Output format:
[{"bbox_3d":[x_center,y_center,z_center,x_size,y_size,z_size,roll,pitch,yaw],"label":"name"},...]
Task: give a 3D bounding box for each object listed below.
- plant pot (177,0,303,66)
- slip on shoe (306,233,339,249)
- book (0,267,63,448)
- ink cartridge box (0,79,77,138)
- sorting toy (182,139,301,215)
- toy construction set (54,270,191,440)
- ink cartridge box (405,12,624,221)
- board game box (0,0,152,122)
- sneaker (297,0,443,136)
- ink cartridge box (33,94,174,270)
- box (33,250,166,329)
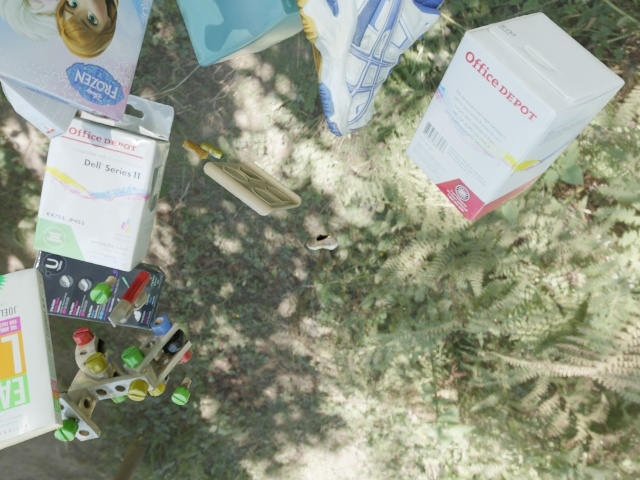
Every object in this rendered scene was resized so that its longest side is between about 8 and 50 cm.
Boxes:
[{"bbox_3d":[-0.113,-0.427,0.815,0.234,0.165,0.165,7,122,45],"label":"plant pot"},{"bbox_3d":[0.000,0.000,1.396,0.135,0.051,0.041,6,136,56],"label":"slip on shoe"},{"bbox_3d":[-0.282,0.103,0.396,0.096,0.144,0.035,-16,156,-17],"label":"book"},{"bbox_3d":[-0.477,-0.278,0.758,0.045,0.145,0.179,-14,142,25],"label":"ink cartridge box"},{"bbox_3d":[-0.215,-0.169,1.254,0.307,0.229,0.041,37,111,9],"label":"sorting toy"},{"bbox_3d":[-0.400,0.243,0.895,0.257,0.237,0.309,12,122,-1],"label":"toy construction set"},{"bbox_3d":[0.208,-0.137,0.529,0.128,0.127,0.176,54,153,20],"label":"ink cartridge box"},{"bbox_3d":[-0.374,-0.367,0.647,0.066,0.318,0.318,16,93,19],"label":"board game box"},{"bbox_3d":[0.053,-0.194,0.442,0.131,0.296,0.112,-11,76,5],"label":"sneaker"},{"bbox_3d":[-0.450,-0.136,0.979,0.207,0.119,0.354,14,101,-6],"label":"ink cartridge box"},{"bbox_3d":[-0.529,0.106,1.104,0.270,0.165,0.143,16,87,-28],"label":"box"}]
